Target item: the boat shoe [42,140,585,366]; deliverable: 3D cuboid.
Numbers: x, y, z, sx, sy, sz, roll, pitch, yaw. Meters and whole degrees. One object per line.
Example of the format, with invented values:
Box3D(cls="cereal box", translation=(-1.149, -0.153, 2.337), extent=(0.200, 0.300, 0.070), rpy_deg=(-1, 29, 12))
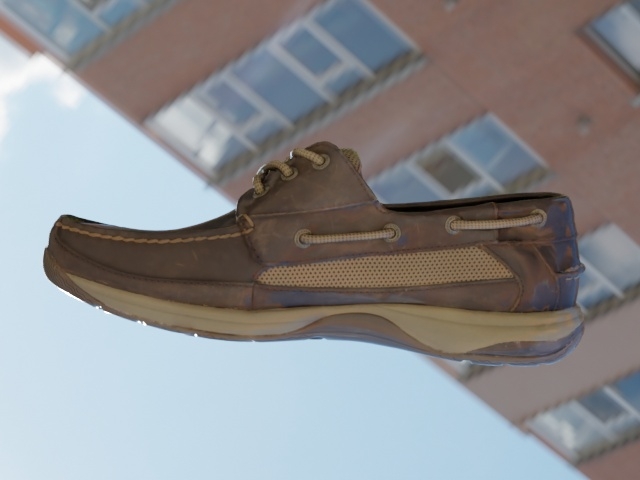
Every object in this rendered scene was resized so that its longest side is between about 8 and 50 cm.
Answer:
Box3D(cls="boat shoe", translation=(0.000, 0.000, 1.205), extent=(0.132, 0.355, 0.130), rpy_deg=(-152, -112, -80))
